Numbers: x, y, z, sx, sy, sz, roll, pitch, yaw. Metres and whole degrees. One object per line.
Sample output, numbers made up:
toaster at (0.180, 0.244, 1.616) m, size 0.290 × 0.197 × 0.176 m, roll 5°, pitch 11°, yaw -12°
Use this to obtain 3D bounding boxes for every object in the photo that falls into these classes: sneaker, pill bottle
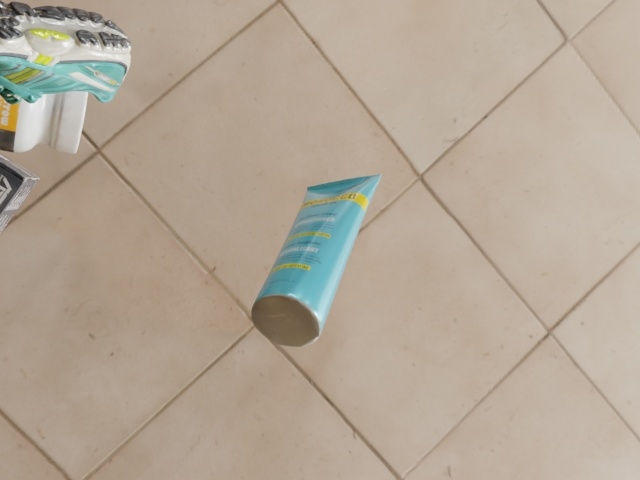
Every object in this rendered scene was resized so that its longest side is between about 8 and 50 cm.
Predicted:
sneaker at (-0.348, -0.200, 0.580) m, size 0.276 × 0.109 × 0.107 m, roll -8°, pitch 50°, yaw -43°
pill bottle at (-0.509, -0.224, 0.782) m, size 0.279 × 0.162 × 0.162 m, roll 9°, pitch 90°, yaw -29°

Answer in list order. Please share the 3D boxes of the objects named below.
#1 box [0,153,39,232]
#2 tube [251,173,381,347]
box at (-0.803, -0.051, 0.992) m, size 0.318 × 0.097 × 0.394 m, roll 36°, pitch 88°, yaw -14°
tube at (0.000, 0.000, 0.449) m, size 0.080 × 0.207 × 0.052 m, roll -4°, pitch 124°, yaw 19°
